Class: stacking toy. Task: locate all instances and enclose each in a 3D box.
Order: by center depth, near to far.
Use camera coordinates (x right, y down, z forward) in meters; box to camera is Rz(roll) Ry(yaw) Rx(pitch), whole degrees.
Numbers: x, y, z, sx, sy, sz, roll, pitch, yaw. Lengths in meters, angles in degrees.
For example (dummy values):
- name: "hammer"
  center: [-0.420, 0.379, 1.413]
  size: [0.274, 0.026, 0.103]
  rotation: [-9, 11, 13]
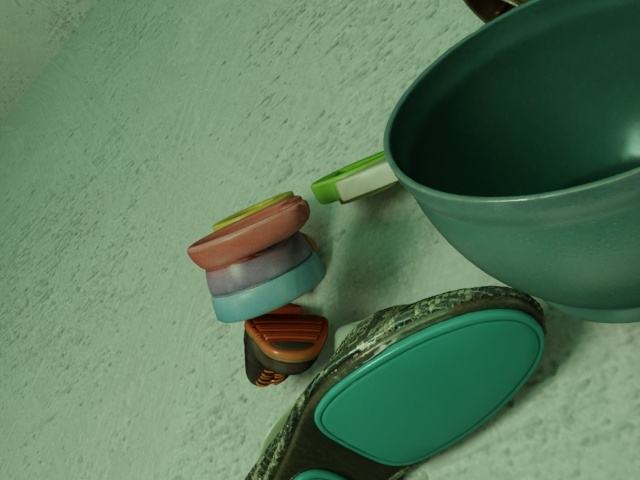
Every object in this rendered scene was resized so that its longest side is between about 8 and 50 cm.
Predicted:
- name: "stacking toy"
  center: [0.000, 0.000, 0.757]
  size: [0.280, 0.130, 0.309]
  rotation: [-23, 9, 7]

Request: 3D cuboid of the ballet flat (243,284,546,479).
- name: "ballet flat"
  center: [0.020, 0.200, 0.660]
  size: [0.482, 0.164, 0.182]
  rotation: [-52, 21, 14]

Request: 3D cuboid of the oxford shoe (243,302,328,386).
- name: "oxford shoe"
  center: [-0.047, 0.134, 0.751]
  size: [0.271, 0.097, 0.098]
  rotation: [-172, 86, -82]

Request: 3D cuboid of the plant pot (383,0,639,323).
- name: "plant pot"
  center: [0.225, -0.058, 0.499]
  size: [0.293, 0.196, 0.293]
  rotation: [-24, 32, 16]

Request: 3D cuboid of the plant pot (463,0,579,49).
- name: "plant pot"
  center: [0.261, -0.283, 0.638]
  size: [0.165, 0.167, 0.167]
  rotation: [-56, 40, 12]
